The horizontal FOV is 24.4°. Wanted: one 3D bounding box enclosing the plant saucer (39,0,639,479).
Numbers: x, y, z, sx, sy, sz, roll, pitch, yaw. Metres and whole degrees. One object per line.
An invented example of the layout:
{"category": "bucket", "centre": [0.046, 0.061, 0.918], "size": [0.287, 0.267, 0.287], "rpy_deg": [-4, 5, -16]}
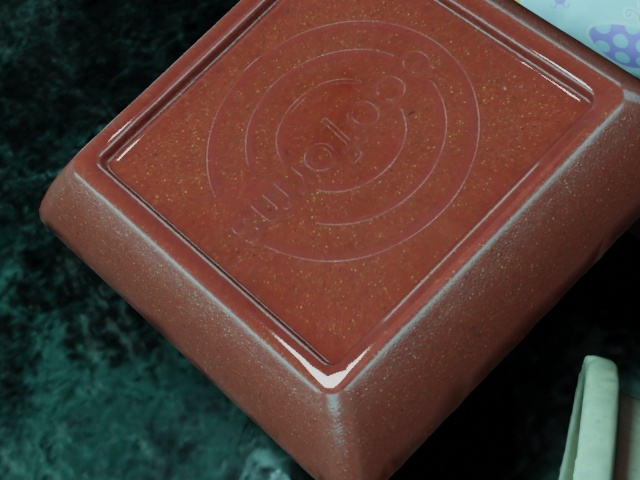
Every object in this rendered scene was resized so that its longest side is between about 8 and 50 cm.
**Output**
{"category": "plant saucer", "centre": [0.013, -0.044, 0.744], "size": [0.258, 0.047, 0.259], "rpy_deg": [-45, 60, -10]}

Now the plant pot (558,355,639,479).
{"category": "plant pot", "centre": [0.216, 0.230, 0.511], "size": [0.306, 0.334, 0.333], "rpy_deg": [9, 65, 10]}

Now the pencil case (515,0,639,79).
{"category": "pencil case", "centre": [0.219, -0.124, 0.800], "size": [0.273, 0.113, 0.124], "rpy_deg": [20, 78, 25]}
